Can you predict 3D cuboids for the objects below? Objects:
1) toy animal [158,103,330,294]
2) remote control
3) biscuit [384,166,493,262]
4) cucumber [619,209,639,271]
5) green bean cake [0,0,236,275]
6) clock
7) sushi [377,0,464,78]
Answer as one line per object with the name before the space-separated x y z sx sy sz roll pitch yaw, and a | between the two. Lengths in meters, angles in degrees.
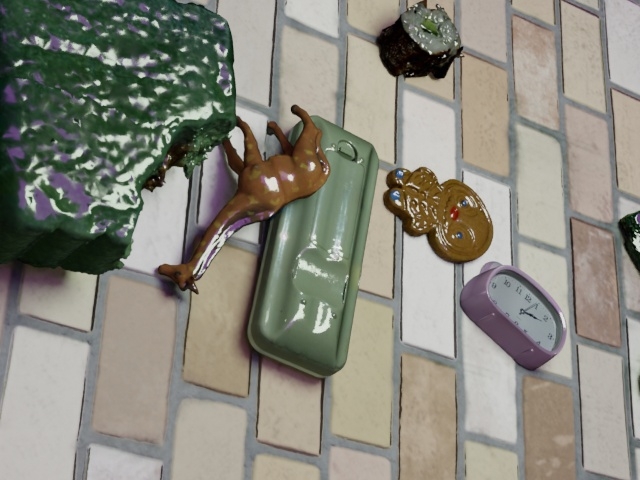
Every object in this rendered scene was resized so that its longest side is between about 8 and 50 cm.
toy animal | -0.094 -0.052 1.579 0.224 0.066 0.230 -10 58 -6
remote control | 0.000 0.000 1.636 0.128 0.065 0.335 26 56 -25
biscuit | 0.164 -0.038 1.794 0.175 0.026 0.124 26 55 -23
cucumber | 0.515 0.075 1.975 0.044 0.043 0.257 -21 82 -35
green bean cake | -0.248 -0.117 1.456 0.300 0.169 0.308 7 65 -31
clock | 0.269 0.092 1.789 0.152 0.050 0.110 42 51 -11
sushi | 0.141 -0.275 1.856 0.094 0.084 0.098 -24 80 -38
